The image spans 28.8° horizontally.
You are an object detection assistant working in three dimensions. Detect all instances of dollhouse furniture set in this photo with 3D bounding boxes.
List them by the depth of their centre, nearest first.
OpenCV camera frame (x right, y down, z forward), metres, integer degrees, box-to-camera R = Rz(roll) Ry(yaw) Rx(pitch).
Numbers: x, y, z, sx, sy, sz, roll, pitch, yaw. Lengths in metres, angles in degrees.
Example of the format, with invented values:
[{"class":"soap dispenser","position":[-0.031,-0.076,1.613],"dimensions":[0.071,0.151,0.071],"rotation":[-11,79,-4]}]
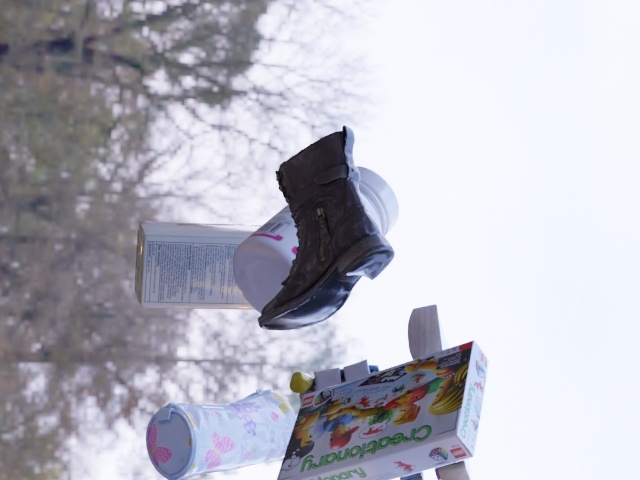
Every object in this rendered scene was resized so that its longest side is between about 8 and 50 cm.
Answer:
[{"class":"dollhouse furniture set","position":[0.084,0.288,2.157],"dimensions":[0.286,0.303,0.198],"rotation":[-92,165,-48]}]

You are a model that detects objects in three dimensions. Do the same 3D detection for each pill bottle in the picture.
[{"class":"pill bottle","position":[0.000,0.000,2.054],"dimensions":[0.160,0.283,0.160],"rotation":[24,-46,27]}]

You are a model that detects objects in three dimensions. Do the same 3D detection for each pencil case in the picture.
[{"class":"pencil case","position":[-0.159,0.318,2.059],"dimensions":[0.113,0.273,0.124],"rotation":[8,-84,39]}]

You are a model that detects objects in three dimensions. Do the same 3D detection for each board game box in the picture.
[{"class":"board game box","position":[0.089,0.264,1.790],"dimensions":[0.305,0.053,0.193],"rotation":[-22,-152,28]}]

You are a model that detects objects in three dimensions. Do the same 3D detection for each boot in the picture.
[{"class":"boot","position":[-0.016,-0.015,1.822],"dimensions":[0.263,0.091,0.229],"rotation":[-37,-121,22]}]

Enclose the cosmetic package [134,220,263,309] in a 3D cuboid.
[{"class":"cosmetic package","position":[-0.204,0.048,2.410],"dimensions":[0.129,0.296,0.153],"rotation":[-134,-131,-72]}]
